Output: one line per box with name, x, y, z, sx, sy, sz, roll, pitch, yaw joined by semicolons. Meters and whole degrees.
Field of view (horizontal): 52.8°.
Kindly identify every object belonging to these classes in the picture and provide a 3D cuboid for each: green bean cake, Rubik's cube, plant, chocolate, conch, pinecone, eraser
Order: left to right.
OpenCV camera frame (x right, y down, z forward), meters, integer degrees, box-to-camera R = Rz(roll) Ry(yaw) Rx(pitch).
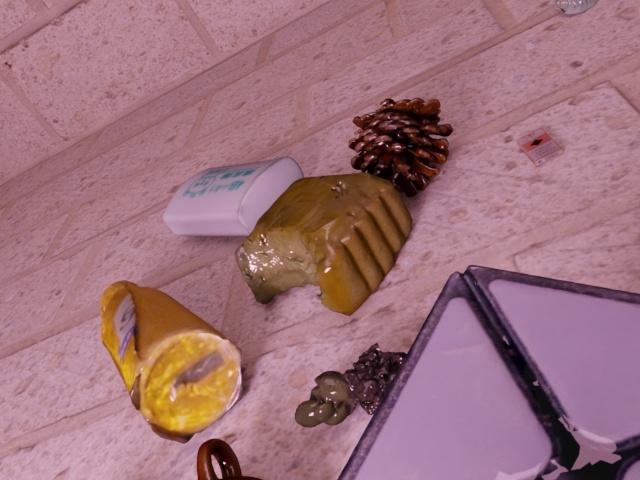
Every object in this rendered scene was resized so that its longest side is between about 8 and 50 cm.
chocolate;-0.286;0.161;1.053;0.162;0.162;0.445;-43;29;-17
eraser;-0.190;-0.089;1.375;0.290;0.104;0.189;0;47;45
green bean cake;0.000;0.000;1.029;0.236;0.124;0.233;1;45;45
plant;0.046;0.178;0.770;0.174;0.087;0.085;-24;-5;23
pinecone;0.136;-0.160;1.105;0.179;0.150;0.195;-14;35;30
conch;0.528;-0.505;1.332;0.085;0.056;0.076;-35;42;-2
Rubik's cube;0.169;0.195;0.391;0.260;0.259;0.254;11;49;32

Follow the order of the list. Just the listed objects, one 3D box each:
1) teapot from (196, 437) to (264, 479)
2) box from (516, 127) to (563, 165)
teapot;-0.111;0.305;0.676;0.178;0.135;0.252;-25;31;7
box;0.346;-0.149;1.021;0.046;0.012;0.083;-28;30;11
